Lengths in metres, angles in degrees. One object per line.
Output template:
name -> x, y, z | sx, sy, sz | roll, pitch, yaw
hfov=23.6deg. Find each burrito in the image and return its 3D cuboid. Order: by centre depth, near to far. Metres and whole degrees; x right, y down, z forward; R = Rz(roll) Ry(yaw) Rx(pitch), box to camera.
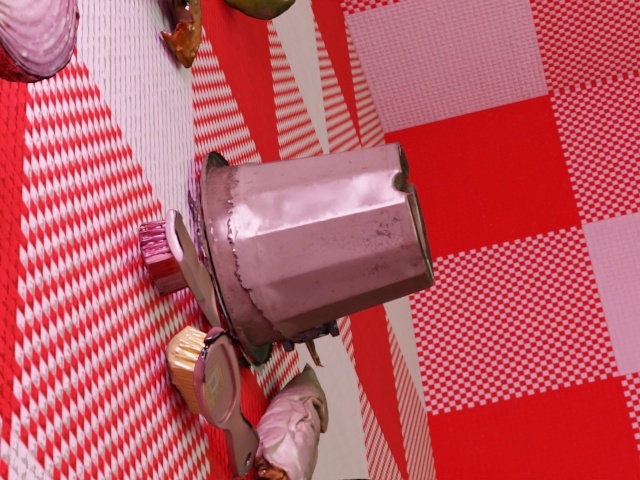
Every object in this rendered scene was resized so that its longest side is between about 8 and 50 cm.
burrito -> -0.032, 0.249, 1.932 | 0.392, 0.076, 0.117 | -58, 139, -80

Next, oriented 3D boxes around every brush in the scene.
brush -> -0.113, 0.171, 1.618 | 0.072, 0.067, 0.313 | -61, 161, -23
brush -> -0.146, 0.043, 1.630 | 0.321, 0.050, 0.060 | 76, 1, -73

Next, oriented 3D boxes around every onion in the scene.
onion -> -0.246, -0.215, 1.118 | 0.151, 0.098, 0.206 | -49, 137, -48

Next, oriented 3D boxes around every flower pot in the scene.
flower pot -> 0.000, 0.000, 1.912 | 0.290, 0.259, 0.290 | -14, 90, -83

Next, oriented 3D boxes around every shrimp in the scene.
shrimp -> -0.175, -0.296, 1.886 | 0.248, 0.068, 0.150 | 48, 35, -83

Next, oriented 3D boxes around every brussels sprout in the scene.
brussels sprout -> -0.094, -0.425, 2.386 | 0.131, 0.145, 0.183 | 108, -12, -47

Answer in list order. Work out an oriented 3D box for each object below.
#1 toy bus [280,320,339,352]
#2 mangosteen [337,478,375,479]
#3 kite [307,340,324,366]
toy bus -> -0.035, 0.092, 2.135 | 0.178, 0.087, 0.098 | 41, 30, -73
mangosteen -> 0.046, 0.410, 1.708 | 0.233, 0.288, 0.287 | -32, 115, -39
kite -> -0.042, 0.056, 2.384 | 0.234, 0.016, 0.321 | -48, 125, -80
